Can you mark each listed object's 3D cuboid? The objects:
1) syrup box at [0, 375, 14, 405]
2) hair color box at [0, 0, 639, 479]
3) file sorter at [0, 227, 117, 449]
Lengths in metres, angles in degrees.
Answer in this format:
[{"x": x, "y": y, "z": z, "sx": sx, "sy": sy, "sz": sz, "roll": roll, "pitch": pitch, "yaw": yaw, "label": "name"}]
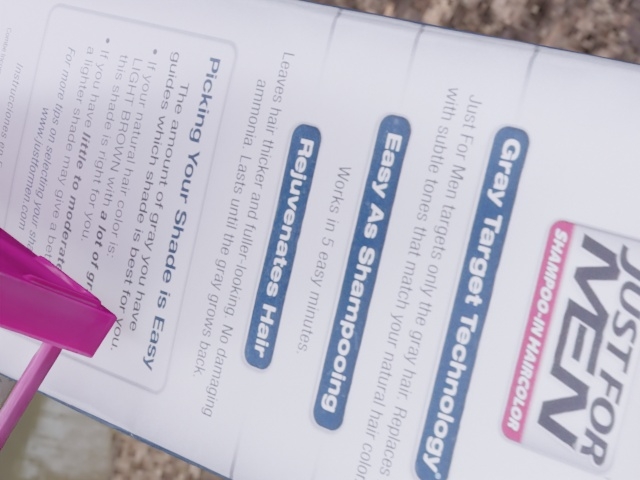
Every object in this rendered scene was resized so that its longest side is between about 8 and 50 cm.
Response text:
[{"x": -0.281, "y": 0.047, "z": 1.210, "sx": 0.096, "sy": 0.093, "sz": 0.237, "roll": 9, "pitch": 54, "yaw": 29, "label": "syrup box"}, {"x": 0.000, "y": 0.000, "z": 0.562, "sx": 0.347, "sy": 0.105, "sz": 0.174, "roll": 18, "pitch": 98, "yaw": 37, "label": "hair color box"}, {"x": -0.261, "y": 0.020, "z": 0.483, "sx": 0.202, "sy": 0.290, "sz": 0.182, "roll": 33, "pitch": 93, "yaw": 36, "label": "file sorter"}]
